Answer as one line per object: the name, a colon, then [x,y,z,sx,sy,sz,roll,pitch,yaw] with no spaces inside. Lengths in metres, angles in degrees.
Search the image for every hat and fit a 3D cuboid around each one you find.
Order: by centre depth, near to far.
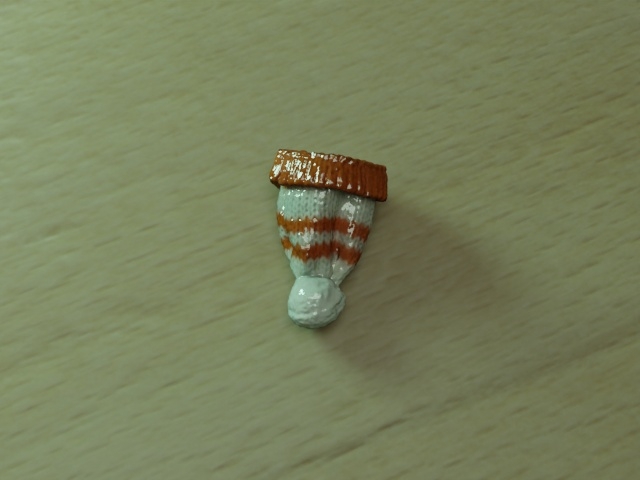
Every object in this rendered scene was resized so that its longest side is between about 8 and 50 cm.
hat: [0.000,0.000,0.880,0.112,0.093,0.162,7,88,7]
